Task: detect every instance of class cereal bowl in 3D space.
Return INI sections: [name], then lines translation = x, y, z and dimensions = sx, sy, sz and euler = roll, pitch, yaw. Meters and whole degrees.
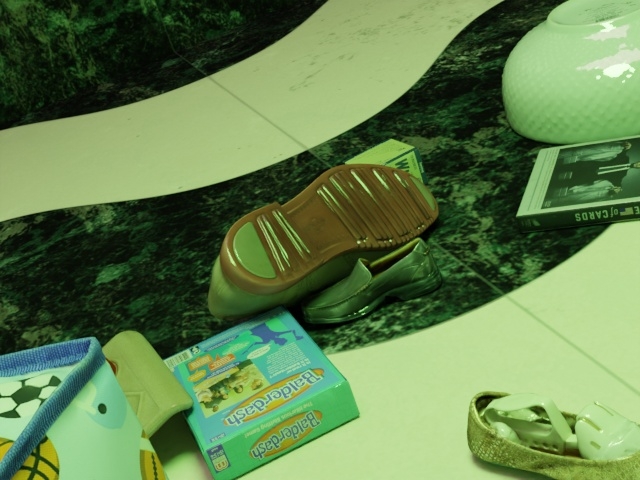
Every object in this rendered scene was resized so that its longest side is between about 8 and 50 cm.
[cereal bowl]
translation = 0.419, -0.273, 1.558
dimensions = 0.339, 0.141, 0.339
euler = -15, 25, 7

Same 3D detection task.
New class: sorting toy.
[sorting toy]
translation = -0.240, 0.212, 1.115
dimensions = 0.229, 0.041, 0.307
euler = -40, 28, -9

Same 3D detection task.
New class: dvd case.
[dvd case]
translation = 0.371, -0.077, 1.324
dimensions = 0.238, 0.030, 0.179
euler = -7, 28, 26

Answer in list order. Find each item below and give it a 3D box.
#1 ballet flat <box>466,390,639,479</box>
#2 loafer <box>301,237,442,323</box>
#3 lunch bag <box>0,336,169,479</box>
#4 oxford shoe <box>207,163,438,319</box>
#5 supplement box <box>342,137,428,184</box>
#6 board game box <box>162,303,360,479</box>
[ballet flat]
translation = 0.207, 0.164, 0.906
dimensions = 0.206, 0.067, 0.073
euler = 2, 31, 38
[loafer]
translation = 0.053, 0.046, 1.266
dimensions = 0.170, 0.061, 0.062
euler = -22, 26, -2
[lunch bag]
translation = -0.225, 0.302, 0.633
dimensions = 0.239, 0.328, 0.385
euler = -14, 27, 22
[oxford shoe]
translation = 0.000, 0.000, 1.336
dimensions = 0.348, 0.123, 0.130
euler = -18, -23, -38
[supplement box]
translation = 0.091, -0.096, 1.533
dimensions = 0.083, 0.056, 0.083
euler = -28, 26, -18
[board game box]
translation = -0.071, 0.155, 1.151
dimensions = 0.160, 0.047, 0.210
euler = -24, 25, -11
